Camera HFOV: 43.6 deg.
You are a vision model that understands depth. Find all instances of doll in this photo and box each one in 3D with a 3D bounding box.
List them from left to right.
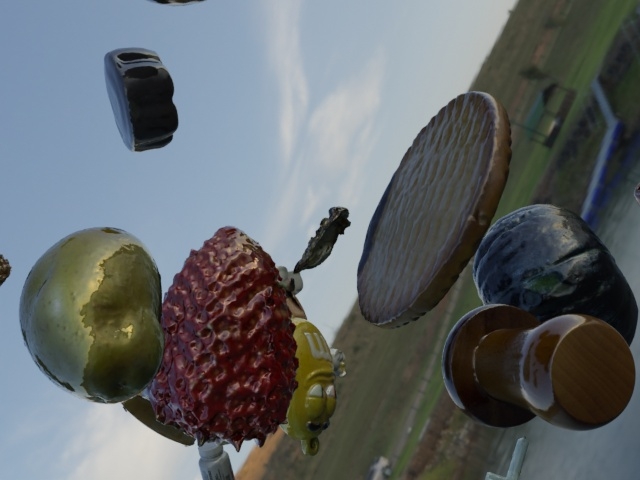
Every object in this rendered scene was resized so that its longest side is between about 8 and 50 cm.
[{"bbox_3d":[-0.056,0.256,1.921,0.161,0.423,0.348,-22,13,28],"label":"doll"}]

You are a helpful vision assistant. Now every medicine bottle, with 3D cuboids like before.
[{"bbox_3d":[-0.260,0.573,1.997,0.079,0.079,0.140,-38,-63,-67],"label":"medicine bottle"}]

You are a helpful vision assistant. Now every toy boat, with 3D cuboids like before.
[{"bbox_3d":[-0.323,0.348,1.608,0.064,0.206,0.072,-49,20,2],"label":"toy boat"}]

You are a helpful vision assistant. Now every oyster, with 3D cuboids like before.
[{"bbox_3d":[-0.001,-0.001,1.309,0.132,0.029,0.086,-43,-28,-10],"label":"oyster"}]

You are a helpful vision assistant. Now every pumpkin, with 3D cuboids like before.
[{"bbox_3d":[0.460,0.101,1.589,0.266,0.364,0.363,-31,-2,15],"label":"pumpkin"}]

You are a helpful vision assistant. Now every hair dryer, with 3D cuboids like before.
[{"bbox_3d":[0.381,0.454,1.597,0.047,0.081,0.137,45,-115,-70],"label":"hair dryer"}]

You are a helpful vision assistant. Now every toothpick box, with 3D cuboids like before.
[{"bbox_3d":[0.305,0.184,1.155,0.192,0.192,0.294,-62,14,-14],"label":"toothpick box"}]

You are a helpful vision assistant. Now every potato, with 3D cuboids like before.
[{"bbox_3d":[-0.216,0.080,0.786,0.157,0.194,0.157,-15,-50,-19],"label":"potato"}]

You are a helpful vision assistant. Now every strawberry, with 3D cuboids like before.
[{"bbox_3d":[-0.144,0.164,1.339,0.292,0.292,0.344,-31,-41,-71],"label":"strawberry"}]

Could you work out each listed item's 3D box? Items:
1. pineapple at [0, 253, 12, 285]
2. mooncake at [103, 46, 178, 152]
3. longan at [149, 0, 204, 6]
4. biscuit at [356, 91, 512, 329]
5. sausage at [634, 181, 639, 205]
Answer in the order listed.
[{"bbox_3d":[-0.535,0.013,1.180,0.074,0.159,0.074,-35,26,20],"label":"pineapple"},{"bbox_3d":[-0.419,-0.327,1.855,0.133,0.245,0.245,-14,-38,-25],"label":"mooncake"},{"bbox_3d":[-0.294,-0.677,1.637,0.391,0.390,0.391,-61,-11,-21],"label":"longan"},{"bbox_3d":[0.135,-0.037,0.993,0.318,0.040,0.318,-58,17,29],"label":"biscuit"},{"bbox_3d":[0.763,-0.122,1.726,0.330,0.102,0.102,-28,-36,-49],"label":"sausage"}]
